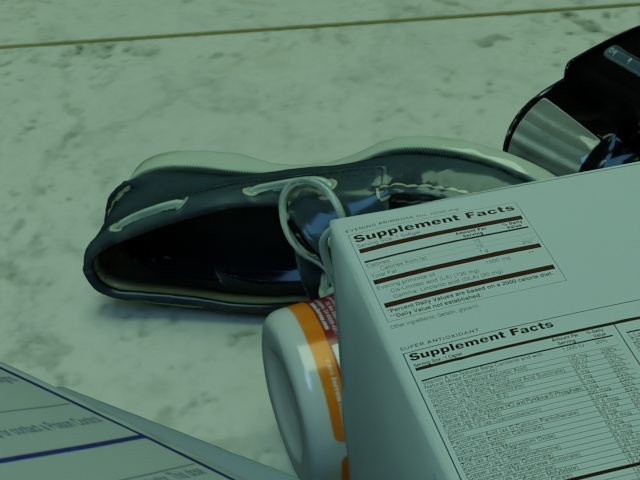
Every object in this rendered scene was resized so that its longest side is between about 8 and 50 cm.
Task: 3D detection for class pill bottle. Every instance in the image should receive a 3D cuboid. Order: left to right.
[{"bbox_3d":[0.056,0.055,0.812,0.152,0.086,0.086,-14,35,-12],"label":"pill bottle"}]

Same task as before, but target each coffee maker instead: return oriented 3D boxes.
[{"bbox_3d":[0.205,-0.024,0.897,0.171,0.120,0.178,-7,31,-34],"label":"coffee maker"}]

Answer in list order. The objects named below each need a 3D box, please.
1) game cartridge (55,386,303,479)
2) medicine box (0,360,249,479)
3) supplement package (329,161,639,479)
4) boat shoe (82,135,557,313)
[{"bbox_3d":[-0.142,0.173,0.701,0.196,0.060,0.294,21,42,28],"label":"game cartridge"},{"bbox_3d":[-0.165,0.109,0.498,0.289,0.149,0.263,22,5,19],"label":"medicine box"},{"bbox_3d":[0.103,0.109,0.628,0.149,0.194,0.203,-11,35,-9],"label":"supplement package"},{"bbox_3d":[0.000,0.000,0.892,0.254,0.095,0.079,5,38,22],"label":"boat shoe"}]
